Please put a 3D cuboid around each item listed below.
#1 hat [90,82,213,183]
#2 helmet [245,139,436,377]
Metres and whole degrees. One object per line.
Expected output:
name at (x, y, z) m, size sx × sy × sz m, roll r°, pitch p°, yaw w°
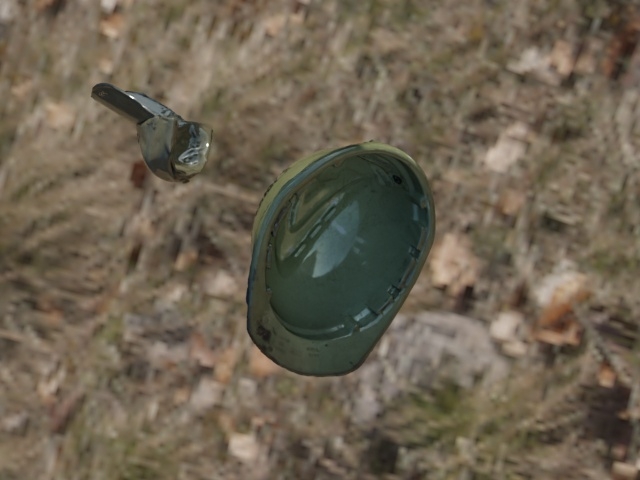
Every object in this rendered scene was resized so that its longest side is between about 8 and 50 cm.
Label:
hat at (-0.227, -0.139, 2.260) m, size 0.085 × 0.175 × 0.147 m, roll -65°, pitch -20°, yaw 6°
helmet at (-0.003, 0.003, 1.852) m, size 0.257 × 0.204 × 0.137 m, roll -62°, pitch 32°, yaw 3°
